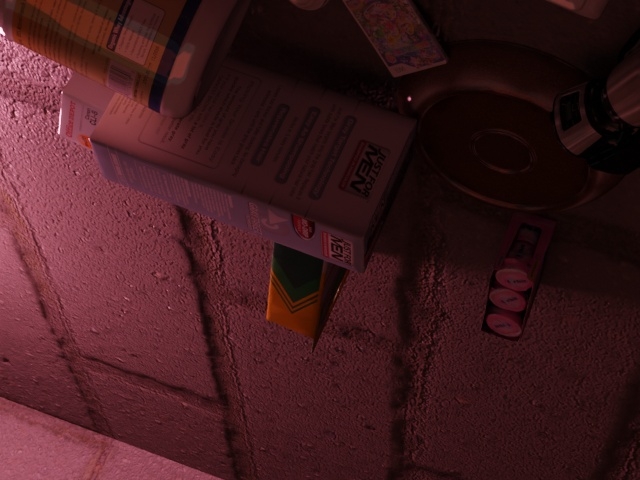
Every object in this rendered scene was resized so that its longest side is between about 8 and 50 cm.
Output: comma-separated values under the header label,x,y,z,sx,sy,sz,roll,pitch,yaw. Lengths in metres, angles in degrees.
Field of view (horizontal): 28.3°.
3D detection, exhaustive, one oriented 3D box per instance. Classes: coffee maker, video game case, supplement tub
label,x,y,z,sx,sy,sz,roll,pitch,yaw
coffee maker,0.372,-0.143,1.402,0.171,0.120,0.178,33,150,-15
video game case,0.090,-0.254,1.524,0.087,0.011,0.122,-9,127,45
supplement tub,-0.253,-0.306,1.497,0.316,0.228,0.228,26,151,-3

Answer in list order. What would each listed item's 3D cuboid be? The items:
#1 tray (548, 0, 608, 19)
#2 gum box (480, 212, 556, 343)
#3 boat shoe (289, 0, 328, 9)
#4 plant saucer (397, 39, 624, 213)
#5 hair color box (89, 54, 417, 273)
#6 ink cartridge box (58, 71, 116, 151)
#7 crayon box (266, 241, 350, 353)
label,x,y,z,sx,sy,sz,roll,pitch,yaw
tray,0.191,-0.321,1.343,0.270,0.030,0.145,23,151,3
gum box,0.279,0.050,1.792,0.062,0.107,0.188,18,150,12
boat shoe,-0.045,-0.346,1.418,0.096,0.088,0.267,14,149,18
plant saucer,0.236,-0.127,1.605,0.310,0.050,0.311,18,151,11
hair color box,-0.083,-0.117,1.630,0.374,0.185,0.114,20,156,11
ink cartridge box,-0.266,-0.189,1.798,0.176,0.127,0.128,26,151,0
crayon box,0.000,0.000,1.824,0.083,0.203,0.323,21,150,8
